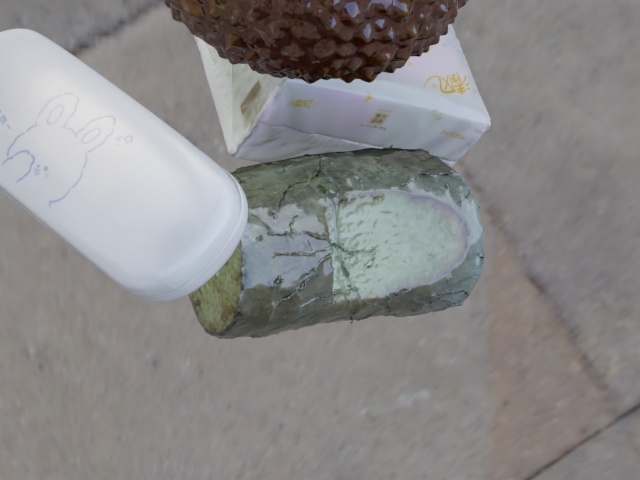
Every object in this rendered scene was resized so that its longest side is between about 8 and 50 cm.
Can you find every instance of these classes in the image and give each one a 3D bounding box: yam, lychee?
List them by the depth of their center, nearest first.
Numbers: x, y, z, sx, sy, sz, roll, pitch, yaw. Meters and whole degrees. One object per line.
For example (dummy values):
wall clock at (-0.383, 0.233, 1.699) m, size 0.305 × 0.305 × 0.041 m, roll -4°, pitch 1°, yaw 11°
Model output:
lychee at (-0.006, -0.257, 1.565) m, size 0.276 × 0.304 × 0.275 m, roll -8°, pitch 49°, yaw 9°
yam at (0.000, 0.000, 1.606) m, size 0.254 × 0.154 × 0.154 m, roll -9°, pitch 76°, yaw -36°

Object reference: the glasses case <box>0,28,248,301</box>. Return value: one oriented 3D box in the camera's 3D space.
glasses case at (-0.137, -0.047, 1.130) m, size 0.092 × 0.059 × 0.233 m, roll -47°, pitch 57°, yaw -8°

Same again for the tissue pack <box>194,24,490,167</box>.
tissue pack at (0.017, -0.160, 1.786) m, size 0.225 × 0.124 × 0.185 m, roll 8°, pitch 49°, yaw -32°
